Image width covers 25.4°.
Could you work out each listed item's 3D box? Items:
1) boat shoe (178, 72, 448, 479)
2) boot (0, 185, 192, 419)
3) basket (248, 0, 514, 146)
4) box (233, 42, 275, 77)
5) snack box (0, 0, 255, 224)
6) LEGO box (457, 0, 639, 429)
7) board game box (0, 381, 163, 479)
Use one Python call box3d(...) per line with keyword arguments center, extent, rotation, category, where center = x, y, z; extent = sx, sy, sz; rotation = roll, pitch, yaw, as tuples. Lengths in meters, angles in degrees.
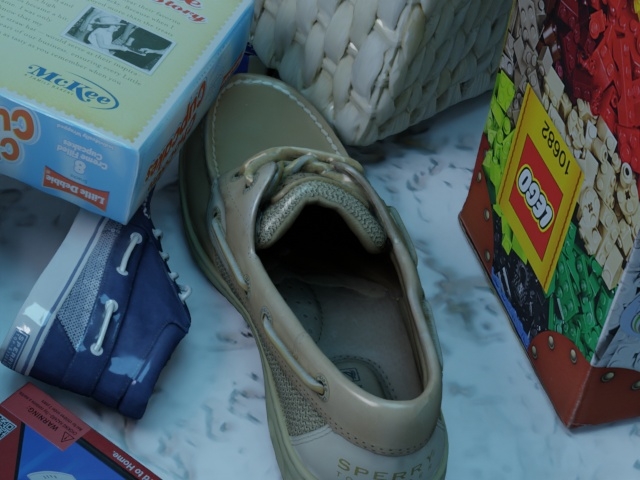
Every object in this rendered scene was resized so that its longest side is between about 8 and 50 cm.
box3d(center=(0.000, 0.000, 0.812), extent=(0.122, 0.110, 0.341), rotation=(-9, 46, -17), category="boat shoe")
box3d(center=(-0.110, 0.021, 0.819), extent=(0.086, 0.069, 0.190), rotation=(27, 44, -6), category="boot")
box3d(center=(0.051, -0.296, 0.942), extent=(0.266, 0.331, 0.328), rotation=(-29, 65, -34), category="basket")
box3d(center=(-0.127, -0.186, 1.039), extent=(0.225, 0.036, 0.136), rotation=(17, 44, 5), category="box")
box3d(center=(-0.218, -0.139, 0.832), extent=(0.322, 0.060, 0.187), rotation=(23, 40, 4), category="snack box")
box3d(center=(0.366, -0.116, 0.798), extent=(0.500, 0.372, 0.193), rotation=(-8, 46, -15), category="LEGO box")
box3d(center=(-0.090, 0.186, 0.667), extent=(0.281, 0.027, 0.145), rotation=(31, 49, 23), category="board game box")
